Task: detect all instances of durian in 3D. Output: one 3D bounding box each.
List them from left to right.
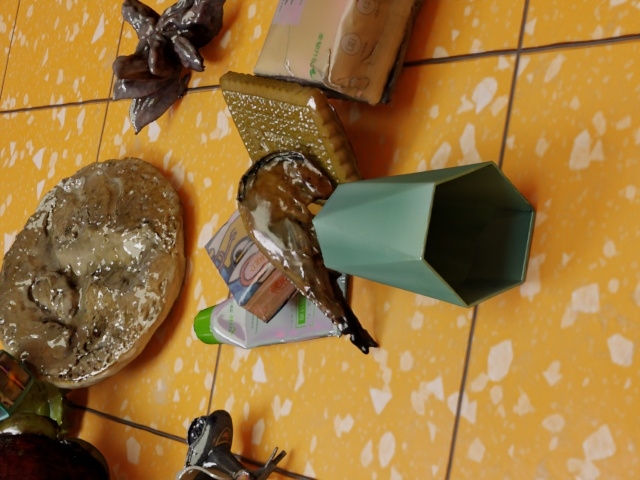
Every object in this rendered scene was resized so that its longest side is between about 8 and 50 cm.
[{"bbox_3d":[-0.446,0.268,2.167,0.106,0.132,0.375,-96,20,-82],"label":"durian"}]

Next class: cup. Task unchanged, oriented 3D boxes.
[{"bbox_3d":[0.095,-0.013,1.455,0.236,0.134,0.148,7,82,57],"label":"cup"}]

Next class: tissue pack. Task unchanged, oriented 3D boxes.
[{"bbox_3d":[-0.070,0.013,1.712,0.115,0.065,0.155,-49,33,9],"label":"tissue pack"},{"bbox_3d":[0.040,-0.292,1.637,0.215,0.123,0.256,19,87,58],"label":"tissue pack"}]

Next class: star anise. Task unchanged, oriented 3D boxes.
[{"bbox_3d":[-0.228,-0.287,2.037,0.283,0.129,0.212,-24,43,45],"label":"star anise"}]

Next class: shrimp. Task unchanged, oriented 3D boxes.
[{"bbox_3d":[-0.006,0.007,1.580,0.262,0.066,0.117,49,115,18],"label":"shrimp"}]

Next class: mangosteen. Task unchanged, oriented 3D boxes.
[{"bbox_3d":[-0.414,0.384,1.917,0.300,0.300,0.300,-24,60,50],"label":"mangosteen"}]

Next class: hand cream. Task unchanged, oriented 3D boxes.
[{"bbox_3d":[-0.059,0.093,1.728,0.275,0.050,0.079,-14,95,48],"label":"hand cream"}]

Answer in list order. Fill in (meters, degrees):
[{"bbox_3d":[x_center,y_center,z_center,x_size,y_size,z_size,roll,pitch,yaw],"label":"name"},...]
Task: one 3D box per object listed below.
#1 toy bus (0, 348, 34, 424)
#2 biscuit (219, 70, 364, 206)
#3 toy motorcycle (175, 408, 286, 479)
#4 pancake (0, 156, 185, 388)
[{"bbox_3d":[-0.523,0.240,2.075,0.262,0.091,0.109,-26,24,49],"label":"toy bus"},{"bbox_3d":[-0.034,-0.116,1.670,0.254,0.029,0.172,19,138,57],"label":"biscuit"},{"bbox_3d":[-0.131,0.342,1.704,0.157,0.091,0.263,11,90,48],"label":"toy motorcycle"},{"bbox_3d":[-0.337,0.045,2.066,0.387,0.082,0.386,-18,60,34],"label":"pancake"}]
